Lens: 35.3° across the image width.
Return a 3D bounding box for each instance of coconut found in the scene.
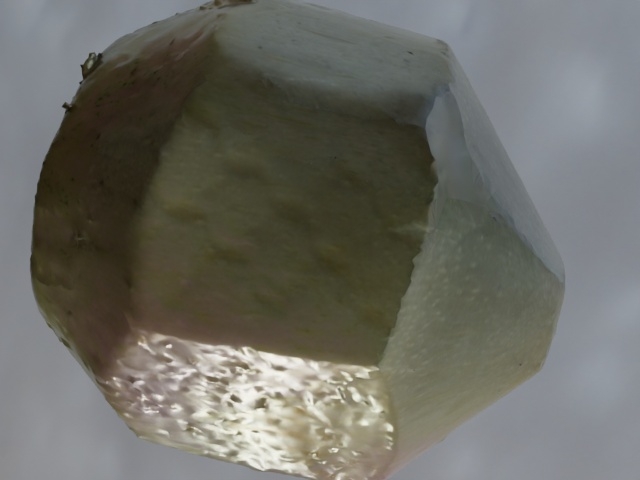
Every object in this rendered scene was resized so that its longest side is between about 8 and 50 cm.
[{"bbox_3d":[0.000,0.000,0.692,0.352,0.352,0.353,-1,-92,48],"label":"coconut"}]
